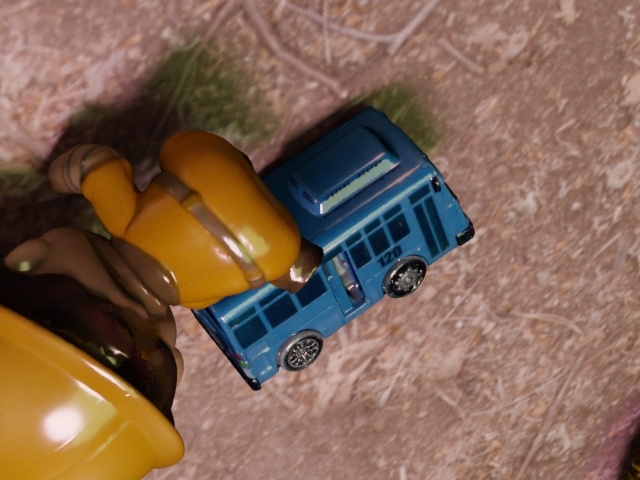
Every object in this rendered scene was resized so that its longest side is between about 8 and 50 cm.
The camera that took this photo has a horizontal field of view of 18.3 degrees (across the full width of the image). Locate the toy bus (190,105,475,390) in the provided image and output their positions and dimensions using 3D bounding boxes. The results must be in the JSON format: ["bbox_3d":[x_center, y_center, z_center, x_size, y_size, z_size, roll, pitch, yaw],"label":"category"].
[{"bbox_3d":[0.000,0.000,1.291,0.185,0.090,0.106,-35,139,-9],"label":"toy bus"}]

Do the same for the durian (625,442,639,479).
[{"bbox_3d":[0.360,0.213,1.739,0.200,0.176,0.237,10,132,-23],"label":"durian"}]

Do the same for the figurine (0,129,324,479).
[{"bbox_3d":[-0.129,0.046,1.150,0.257,0.167,0.192,-44,108,6],"label":"figurine"}]
